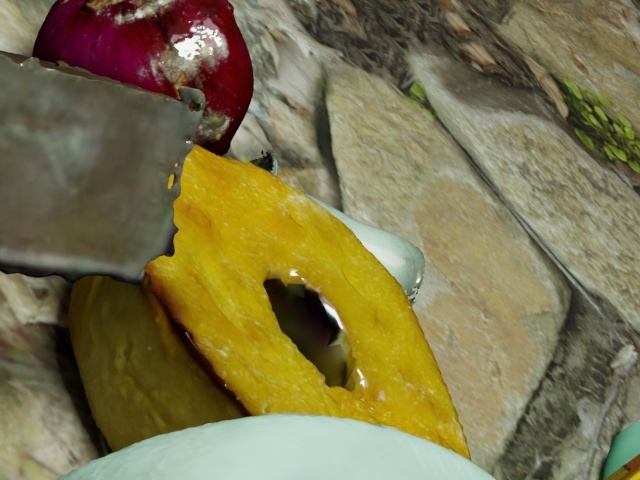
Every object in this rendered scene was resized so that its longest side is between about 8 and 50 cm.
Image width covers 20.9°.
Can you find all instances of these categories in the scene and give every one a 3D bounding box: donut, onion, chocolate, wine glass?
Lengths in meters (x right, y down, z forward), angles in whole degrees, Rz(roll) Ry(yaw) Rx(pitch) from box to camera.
[{"bbox_3d":[-0.034,0.082,1.075,0.303,0.110,0.303,36,26,-21],"label":"donut"},{"bbox_3d":[-0.123,-0.089,1.181,0.135,0.198,0.173,-21,28,-21],"label":"onion"},{"bbox_3d":[-0.213,-0.060,0.843,0.321,0.112,0.112,10,12,-45],"label":"chocolate"},{"bbox_3d":[0.000,0.000,1.284,0.155,0.072,0.072,32,30,-27],"label":"wine glass"}]

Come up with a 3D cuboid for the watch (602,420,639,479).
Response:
[{"bbox_3d":[0.311,0.243,1.410,0.237,0.068,0.195,28,34,-40],"label":"watch"}]

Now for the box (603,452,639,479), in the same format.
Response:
[{"bbox_3d":[0.232,0.269,1.001,0.283,0.214,0.259,50,1,10],"label":"box"}]

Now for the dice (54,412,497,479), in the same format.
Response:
[{"bbox_3d":[-0.018,0.247,0.692,0.262,0.264,0.268,20,38,-42],"label":"dice"}]
